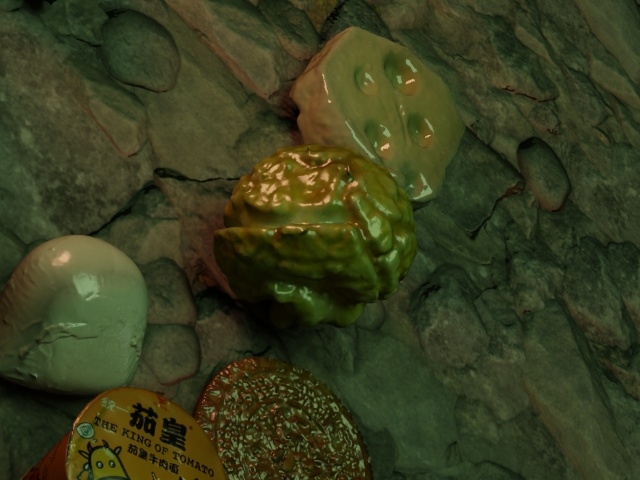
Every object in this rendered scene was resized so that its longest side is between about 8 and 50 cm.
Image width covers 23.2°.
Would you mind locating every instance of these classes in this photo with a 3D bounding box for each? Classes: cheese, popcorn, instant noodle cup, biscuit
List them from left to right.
[{"bbox_3d":[-0.297,0.087,1.893,0.198,0.189,0.154,10,25,-40],"label":"cheese"},{"bbox_3d":[-0.240,0.299,1.797,0.216,0.172,0.215,24,49,-31],"label":"instant noodle cup"},{"bbox_3d":[-0.043,0.292,2.091,0.305,0.038,0.305,24,49,-31],"label":"biscuit"},{"bbox_3d":[0.003,-0.004,2.156,0.282,0.282,0.247,-69,144,-44],"label":"popcorn"},{"bbox_3d":[0.097,-0.184,2.487,0.326,0.115,0.318,8,58,-40],"label":"cheese"}]

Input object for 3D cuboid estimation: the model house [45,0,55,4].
[{"bbox_3d":[-0.411,-0.468,2.150,0.189,0.195,0.214,20,48,-23],"label":"model house"}]
